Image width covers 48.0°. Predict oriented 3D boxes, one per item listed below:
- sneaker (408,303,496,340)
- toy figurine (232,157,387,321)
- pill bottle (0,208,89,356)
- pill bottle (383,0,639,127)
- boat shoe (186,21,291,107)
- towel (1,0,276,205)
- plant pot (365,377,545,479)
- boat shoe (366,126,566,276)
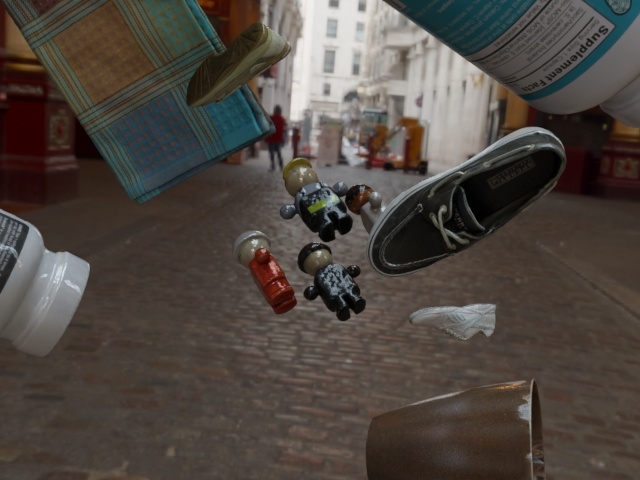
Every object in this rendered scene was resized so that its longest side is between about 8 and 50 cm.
[{"bbox_3d":[0.220,0.137,1.186,0.152,0.061,0.054,-1,-3,-10],"label":"sneaker"},{"bbox_3d":[0.000,0.000,1.059,0.213,0.209,0.148,10,33,-41],"label":"toy figurine"},{"bbox_3d":[-0.429,0.026,0.839,0.278,0.162,0.162,30,-3,-26],"label":"pill bottle"},{"bbox_3d":[0.141,-0.183,0.481,0.264,0.146,0.146,30,3,-15],"label":"pill bottle"},{"bbox_3d":[-0.101,-0.196,0.841,0.048,0.056,0.153,21,-40,-40],"label":"boat shoe"},{"bbox_3d":[-0.272,-0.256,1.066,0.271,0.370,0.040,-25,17,20],"label":"towel"},{"bbox_3d":[0.188,0.304,1.009,0.230,0.215,0.215,-5,6,20],"label":"plant pot"},{"bbox_3d":[0.131,-0.031,0.684,0.219,0.078,0.070,-37,9,20],"label":"boat shoe"}]
